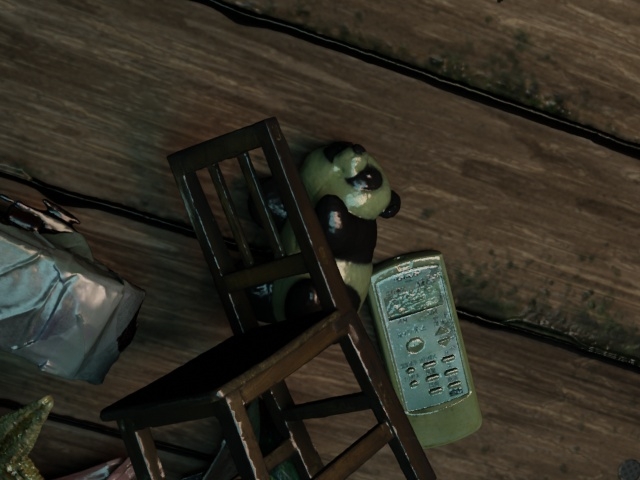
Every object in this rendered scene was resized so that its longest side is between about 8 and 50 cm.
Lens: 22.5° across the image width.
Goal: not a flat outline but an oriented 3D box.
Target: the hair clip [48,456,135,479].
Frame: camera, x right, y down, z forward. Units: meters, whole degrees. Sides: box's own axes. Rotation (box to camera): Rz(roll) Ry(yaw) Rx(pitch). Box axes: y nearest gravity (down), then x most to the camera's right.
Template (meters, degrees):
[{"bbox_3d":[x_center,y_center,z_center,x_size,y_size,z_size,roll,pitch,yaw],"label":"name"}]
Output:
[{"bbox_3d":[-0.258,0.306,1.800,0.138,0.123,0.102,-18,85,-4],"label":"hair clip"}]

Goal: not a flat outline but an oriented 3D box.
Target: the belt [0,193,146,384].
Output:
[{"bbox_3d":[-0.320,0.033,1.690,0.289,0.184,0.164,29,90,-22],"label":"belt"}]

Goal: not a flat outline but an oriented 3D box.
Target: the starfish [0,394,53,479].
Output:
[{"bbox_3d":[-0.336,0.214,1.695,0.295,0.048,0.231,33,138,14],"label":"starfish"}]

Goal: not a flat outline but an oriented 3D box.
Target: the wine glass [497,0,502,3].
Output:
[{"bbox_3d":[0.141,-0.345,1.772,0.198,0.066,0.066,36,93,-15],"label":"wine glass"}]

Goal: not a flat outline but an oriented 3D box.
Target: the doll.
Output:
[{"bbox_3d":[-0.001,0.001,1.781,0.135,0.143,0.234,1,105,-45],"label":"doll"}]

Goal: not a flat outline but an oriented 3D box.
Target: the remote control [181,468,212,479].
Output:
[{"bbox_3d":[-0.117,0.273,1.870,0.091,0.016,0.034,-16,117,-8],"label":"remote control"}]

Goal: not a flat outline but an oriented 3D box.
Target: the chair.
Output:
[{"bbox_3d":[-0.092,0.120,1.620,0.241,0.203,0.416,-30,99,-40],"label":"chair"}]

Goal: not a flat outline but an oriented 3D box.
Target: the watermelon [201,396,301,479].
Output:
[{"bbox_3d":[-0.090,0.340,1.826,0.180,0.224,0.305,33,98,21],"label":"watermelon"}]

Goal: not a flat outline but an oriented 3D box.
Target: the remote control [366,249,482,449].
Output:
[{"bbox_3d":[0.121,0.129,1.881,0.098,0.038,0.233,-17,104,-9],"label":"remote control"}]
